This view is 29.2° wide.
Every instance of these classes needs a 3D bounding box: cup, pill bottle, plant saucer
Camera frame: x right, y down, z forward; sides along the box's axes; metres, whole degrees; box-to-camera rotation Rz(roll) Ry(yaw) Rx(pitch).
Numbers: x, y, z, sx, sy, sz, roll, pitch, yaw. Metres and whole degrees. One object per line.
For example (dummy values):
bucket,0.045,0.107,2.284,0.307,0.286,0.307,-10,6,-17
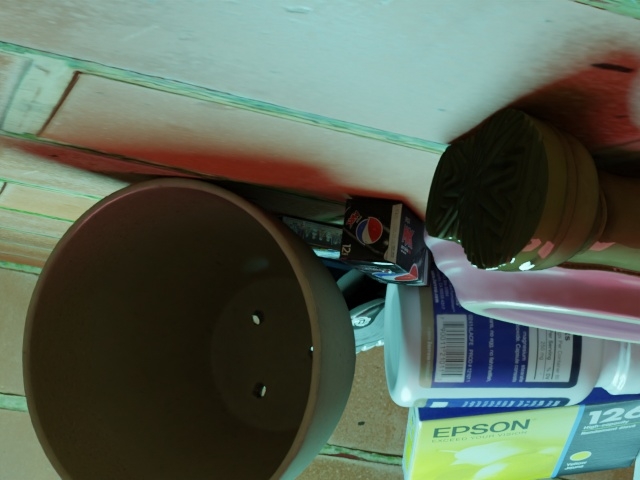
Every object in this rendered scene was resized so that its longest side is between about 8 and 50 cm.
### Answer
cup,-0.096,0.114,1.237,0.331,0.331,0.237,6,178,27
pill bottle,0.205,0.099,1.288,0.265,0.153,0.153,1,174,-5
plant saucer,0.252,0.038,1.072,0.332,0.084,0.332,10,174,1

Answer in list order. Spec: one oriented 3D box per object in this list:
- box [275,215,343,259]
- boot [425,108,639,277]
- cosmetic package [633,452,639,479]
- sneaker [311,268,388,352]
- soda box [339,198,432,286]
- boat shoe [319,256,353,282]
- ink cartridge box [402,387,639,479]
box,0.000,0.000,1.342,0.137,0.027,0.094,12,174,-25
boot,0.218,-0.009,0.738,0.270,0.089,0.236,11,-174,-8
cosmetic package,0.570,0.241,1.490,0.097,0.284,0.377,11,174,-41
sneaker,0.090,0.065,1.417,0.229,0.086,0.132,-20,156,-22
soda box,0.065,0.005,1.150,0.053,0.060,0.169,4,173,17
boat shoe,-0.046,0.046,1.430,0.258,0.089,0.109,16,-166,-35
ink cartridge box,0.258,0.208,1.483,0.304,0.072,0.307,-5,149,-3
